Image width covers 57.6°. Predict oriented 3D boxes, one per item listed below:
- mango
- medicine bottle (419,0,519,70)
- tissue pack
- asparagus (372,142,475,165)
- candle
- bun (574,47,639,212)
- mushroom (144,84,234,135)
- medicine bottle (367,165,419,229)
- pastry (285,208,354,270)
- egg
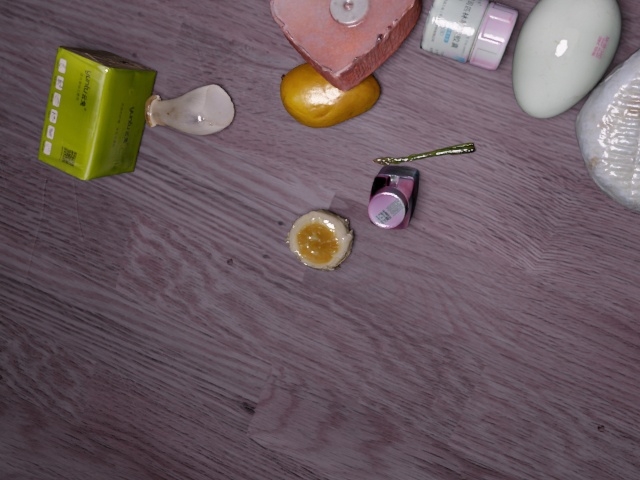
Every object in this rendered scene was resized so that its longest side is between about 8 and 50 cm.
[{"bbox_3d":[0.021,-0.328,1.314,0.227,0.109,0.147,2,97,6],"label":"mango"},{"bbox_3d":[0.304,-0.433,1.196,0.168,0.135,0.135,21,108,8],"label":"medicine bottle"},{"bbox_3d":[-0.541,-0.309,1.421,0.167,0.200,0.275,25,109,10],"label":"tissue pack"},{"bbox_3d":[0.234,-0.194,1.332,0.232,0.022,0.023,-7,119,16],"label":"asparagus"},{"bbox_3d":[0.060,-0.457,1.230,0.316,0.131,0.288,-3,76,15],"label":"candle"},{"bbox_3d":[0.672,-0.217,1.114,0.354,0.194,0.355,4,108,14],"label":"bun"},{"bbox_3d":[-0.324,-0.310,1.428,0.224,0.093,0.116,-4,93,26],"label":"mushroom"},{"bbox_3d":[0.160,-0.091,1.285,0.094,0.188,0.119,9,110,13],"label":"medicine bottle"},{"bbox_3d":[0.000,0.000,1.410,0.165,0.088,0.166,4,105,16],"label":"pastry"},{"bbox_3d":[0.472,-0.368,1.138,0.182,0.183,0.264,23,115,9],"label":"egg"}]
